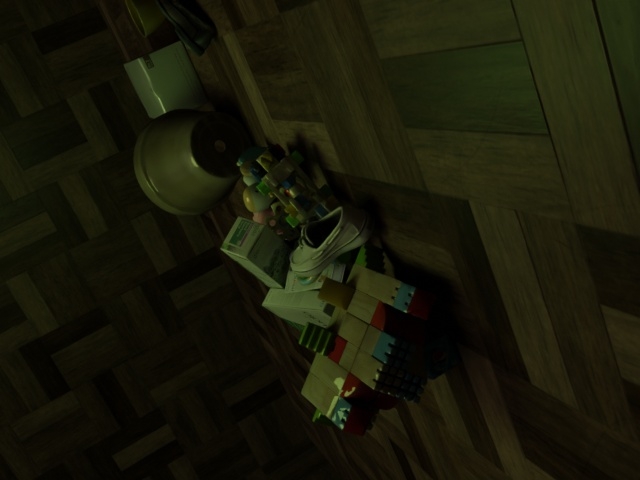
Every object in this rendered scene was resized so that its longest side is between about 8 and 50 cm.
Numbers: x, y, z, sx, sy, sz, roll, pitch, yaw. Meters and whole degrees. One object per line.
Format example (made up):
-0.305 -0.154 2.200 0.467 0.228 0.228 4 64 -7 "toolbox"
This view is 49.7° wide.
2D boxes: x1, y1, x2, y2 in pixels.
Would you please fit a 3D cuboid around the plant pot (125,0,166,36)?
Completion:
-0.514 -0.693 2.074 0.134 0.095 0.134 55 164 24 "plant pot"

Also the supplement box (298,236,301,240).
-0.011 0.021 1.706 0.083 0.055 0.043 55 163 26 "supplement box"

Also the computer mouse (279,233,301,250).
-0.016 0.087 1.853 0.262 0.060 0.184 43 151 6 "computer mouse"

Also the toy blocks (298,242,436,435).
0.105 0.213 1.305 0.191 0.381 0.261 23 179 -26 "toy blocks"

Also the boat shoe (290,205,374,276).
0.000 0.000 1.435 0.267 0.088 0.096 -28 47 52 "boat shoe"

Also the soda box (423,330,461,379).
0.202 0.229 1.418 0.067 0.071 0.210 63 165 -4 "soda box"

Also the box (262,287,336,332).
0.022 0.199 1.673 0.232 0.058 0.322 36 162 -23 "box"

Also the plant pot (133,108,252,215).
-0.342 -0.248 1.998 0.280 0.323 0.323 -12 107 57 "plant pot"

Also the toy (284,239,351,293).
-0.023 0.041 1.581 0.056 0.136 0.237 24 159 -33 "toy"

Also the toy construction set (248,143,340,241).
-0.070 -0.109 1.594 0.215 0.151 0.328 46 165 -1 "toy construction set"

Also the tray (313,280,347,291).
0.061 0.181 1.779 0.145 0.030 0.270 15 142 36 "tray"

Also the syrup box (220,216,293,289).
-0.133 0.041 1.704 0.096 0.093 0.237 18 163 36 "syrup box"

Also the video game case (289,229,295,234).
-0.095 -0.036 2.031 0.119 0.015 0.166 46 158 46 "video game case"

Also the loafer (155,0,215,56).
-0.346 -0.583 1.797 0.096 0.084 0.267 28 -156 -55 "loafer"

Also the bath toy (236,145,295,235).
-0.129 -0.080 1.849 0.129 0.151 0.348 14 139 25 "bath toy"

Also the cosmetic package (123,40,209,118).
-0.517 -0.524 2.284 0.385 0.156 0.217 27 143 63 "cosmetic package"

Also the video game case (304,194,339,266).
0.002 -0.020 1.737 0.143 0.019 0.157 52 162 30 "video game case"
